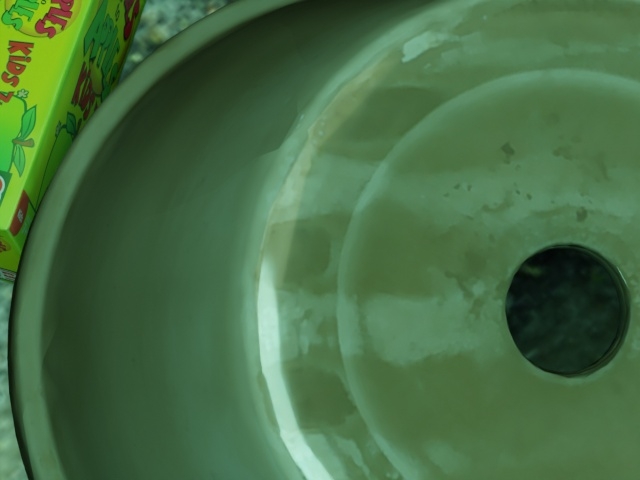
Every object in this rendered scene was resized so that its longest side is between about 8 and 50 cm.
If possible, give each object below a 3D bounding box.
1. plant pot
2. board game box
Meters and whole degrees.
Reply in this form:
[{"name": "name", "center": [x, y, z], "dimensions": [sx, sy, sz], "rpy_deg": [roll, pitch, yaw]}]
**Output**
[{"name": "plant pot", "center": [0.051, 0.036, 0.614], "dimensions": [0.323, 0.280, 0.323], "rpy_deg": [1, 84, -10]}, {"name": "board game box", "center": [-0.124, -0.078, 0.789], "dimensions": [0.043, 0.092, 0.181], "rpy_deg": [15, 73, 6]}]
